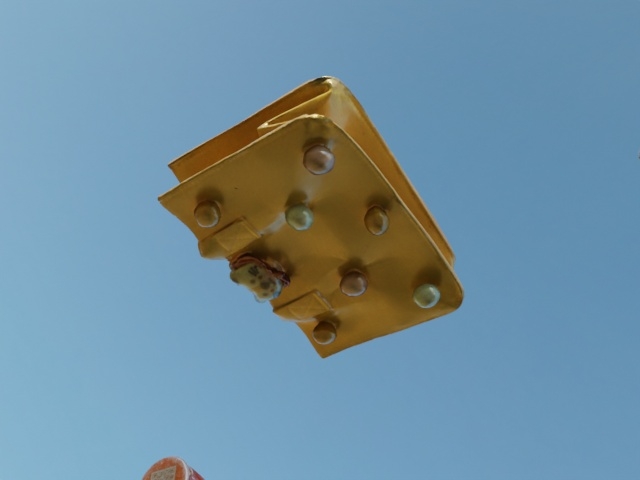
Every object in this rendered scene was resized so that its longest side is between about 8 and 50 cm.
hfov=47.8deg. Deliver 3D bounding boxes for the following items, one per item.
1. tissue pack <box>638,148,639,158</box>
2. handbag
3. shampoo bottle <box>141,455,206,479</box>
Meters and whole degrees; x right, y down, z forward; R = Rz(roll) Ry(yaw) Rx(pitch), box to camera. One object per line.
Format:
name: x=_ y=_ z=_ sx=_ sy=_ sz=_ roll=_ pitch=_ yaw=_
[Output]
tissue pack: x=0.480 y=-0.159 z=0.902 sx=0.099 sy=0.106 sz=0.149 roll=24 pitch=-84 yaw=10
handbag: x=0.000 y=0.000 z=1.005 sx=0.283 sy=0.133 sz=0.401 roll=-24 pitch=-53 yaw=23
shampoo bottle: x=-0.061 y=0.237 z=0.553 sx=0.108 sy=0.051 sz=0.221 roll=25 pitch=-26 yaw=47
